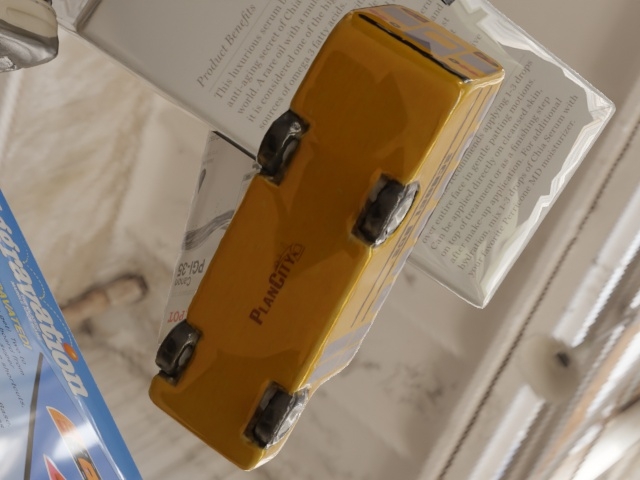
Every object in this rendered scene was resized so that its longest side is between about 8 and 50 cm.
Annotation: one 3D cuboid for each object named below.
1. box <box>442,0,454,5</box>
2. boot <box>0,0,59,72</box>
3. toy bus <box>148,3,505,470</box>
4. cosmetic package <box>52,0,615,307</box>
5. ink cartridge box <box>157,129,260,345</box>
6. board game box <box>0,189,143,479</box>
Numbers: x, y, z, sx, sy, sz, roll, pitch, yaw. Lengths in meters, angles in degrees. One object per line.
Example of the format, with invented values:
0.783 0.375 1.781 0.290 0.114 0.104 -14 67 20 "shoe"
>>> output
0.092 -0.255 1.075 0.147 0.180 0.077 -43 -110 8 "box"
-0.300 -0.295 1.058 0.138 0.377 0.284 -8 -109 32 "boot"
0.000 0.000 1.166 0.108 0.130 0.333 33 -67 14 "toy bus"
0.012 -0.158 1.432 0.453 0.230 0.161 35 -1 -24 "cosmetic package"
-0.052 -0.011 1.686 0.207 0.117 0.283 -10 -115 61 "ink cartridge box"
-0.098 0.061 0.480 0.027 0.145 0.281 -37 -120 10 "board game box"
